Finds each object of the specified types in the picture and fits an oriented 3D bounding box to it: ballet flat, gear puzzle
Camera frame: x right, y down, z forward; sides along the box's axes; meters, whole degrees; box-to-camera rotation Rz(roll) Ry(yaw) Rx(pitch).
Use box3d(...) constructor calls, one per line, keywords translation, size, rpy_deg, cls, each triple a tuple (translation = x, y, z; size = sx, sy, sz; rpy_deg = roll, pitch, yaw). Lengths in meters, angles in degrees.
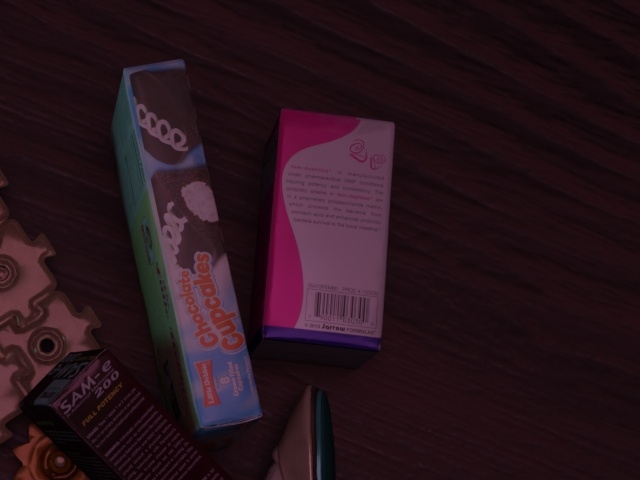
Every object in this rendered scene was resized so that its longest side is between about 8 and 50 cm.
box3d(translation=(-0.018, 0.258, 1.476), size=(0.086, 0.086, 0.248), rpy_deg=(-6, 78, -13), cls="ballet flat")
box3d(translation=(-0.295, 0.091, 1.480), size=(0.175, 0.044, 0.339), rpy_deg=(-33, 84, -14), cls="gear puzzle")

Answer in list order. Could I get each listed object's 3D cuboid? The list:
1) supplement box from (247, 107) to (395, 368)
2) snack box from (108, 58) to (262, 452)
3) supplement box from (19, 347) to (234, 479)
box3d(translation=(0.000, 0.000, 1.526), size=(0.111, 0.114, 0.220), rpy_deg=(7, 75, -9), cls="supplement box")
box3d(translation=(-0.126, 0.022, 1.455), size=(0.060, 0.187, 0.322), rpy_deg=(-10, 78, -14), cls="snack box")
box3d(translation=(-0.143, 0.202, 1.407), size=(0.239, 0.130, 0.073), rpy_deg=(47, 70, -12), cls="supplement box")
